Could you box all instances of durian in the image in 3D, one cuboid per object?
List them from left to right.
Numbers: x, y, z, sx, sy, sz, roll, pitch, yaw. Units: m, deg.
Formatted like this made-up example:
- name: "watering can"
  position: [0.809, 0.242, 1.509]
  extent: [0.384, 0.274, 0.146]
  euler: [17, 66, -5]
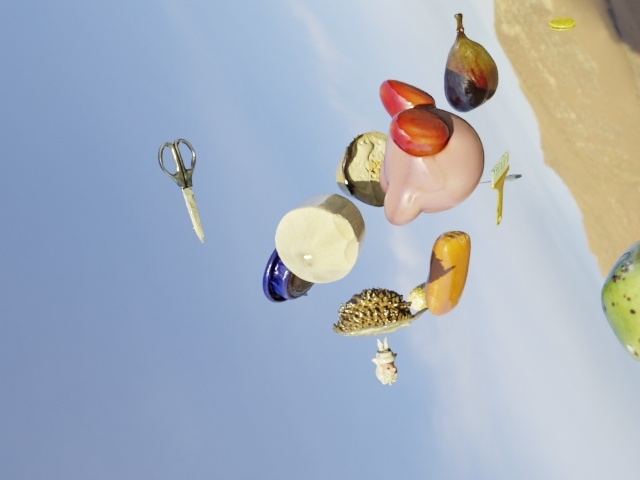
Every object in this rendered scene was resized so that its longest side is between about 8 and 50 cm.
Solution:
- name: "durian"
  position: [0.110, 0.132, 1.077]
  extent: [0.148, 0.189, 0.091]
  euler: [37, -133, -65]

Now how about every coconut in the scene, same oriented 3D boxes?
- name: "coconut"
  position: [0.000, 0.000, 1.578]
  extent: [0.237, 0.237, 0.266]
  euler: [57, -152, -6]

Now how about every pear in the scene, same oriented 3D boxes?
- name: "pear"
  position: [0.134, -0.216, 1.830]
  extent: [0.267, 0.178, 0.266]
  euler: [5, -99, -34]

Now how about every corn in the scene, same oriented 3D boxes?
- name: "corn"
  position: [0.366, 0.171, 1.870]
  extent: [0.248, 0.081, 0.081]
  euler: [-15, -103, -53]

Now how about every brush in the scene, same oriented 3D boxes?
- name: "brush"
  position: [0.426, -0.110, 1.347]
  extent: [0.083, 0.011, 0.205]
  euler: [-48, -38, -29]

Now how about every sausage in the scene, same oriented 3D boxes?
- name: "sausage"
  position: [0.293, 0.078, 1.309]
  extent: [0.098, 0.098, 0.238]
  euler: [-78, -10, -52]

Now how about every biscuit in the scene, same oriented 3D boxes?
- name: "biscuit"
  position: [0.803, -0.719, 1.884]
  extent: [0.084, 0.084, 0.023]
  euler: [-79, -15, -51]

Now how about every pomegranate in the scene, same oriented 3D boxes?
- name: "pomegranate"
  position: [0.539, 0.073, 0.814]
  extent: [0.214, 0.248, 0.214]
  euler: [11, -122, -18]

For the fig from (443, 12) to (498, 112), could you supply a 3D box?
- name: "fig"
  position: [0.414, -0.501, 1.590]
  extent: [0.170, 0.146, 0.274]
  euler: [-20, -79, -49]

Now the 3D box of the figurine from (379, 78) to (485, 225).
- name: "figurine"
  position: [0.233, -0.178, 1.173]
  extent: [0.269, 0.211, 0.261]
  euler: [-90, -2, -56]

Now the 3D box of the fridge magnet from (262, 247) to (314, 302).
- name: "fridge magnet"
  position: [-0.086, 0.090, 1.854]
  extent: [0.113, 0.265, 0.265]
  euler: [28, -166, 28]

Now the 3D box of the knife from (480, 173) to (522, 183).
- name: "knife"
  position: [0.503, -0.169, 1.583]
  extent: [0.313, 0.045, 0.019]
  euler: [-14, -85, -48]

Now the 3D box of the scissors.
- name: "scissors"
  position: [-0.371, -0.134, 1.589]
  extent: [0.109, 0.022, 0.299]
  euler: [-26, -68, -35]

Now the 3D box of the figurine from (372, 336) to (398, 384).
- name: "figurine"
  position: [0.222, 0.392, 1.828]
  extent: [0.098, 0.081, 0.146]
  euler: [39, 142, 45]
